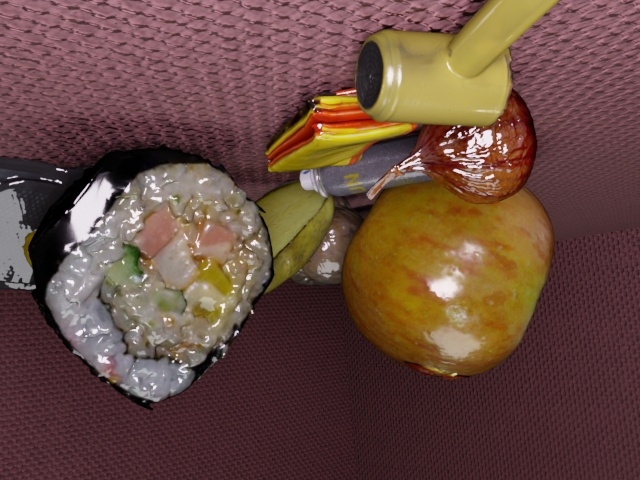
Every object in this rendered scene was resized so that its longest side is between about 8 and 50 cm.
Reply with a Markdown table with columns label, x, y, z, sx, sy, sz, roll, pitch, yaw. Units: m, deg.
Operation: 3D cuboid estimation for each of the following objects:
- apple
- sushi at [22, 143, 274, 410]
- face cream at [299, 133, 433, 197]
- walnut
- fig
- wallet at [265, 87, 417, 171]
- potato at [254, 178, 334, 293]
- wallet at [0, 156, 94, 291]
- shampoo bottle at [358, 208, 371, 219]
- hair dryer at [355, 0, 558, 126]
| label | x | y | z | sx | sy | sz | roll | pitch | yaw |
| --- | --- | --- | --- | --- | --- | --- | --- | --- | --- |
| apple | 0.216 | 0.044 | 1.219 | 0.333 | 0.401 | 0.400 | 23 | 173 | 2 |
| sushi | -0.267 | 0.022 | 0.992 | 0.285 | 0.328 | 0.328 | 23 | 165 | 50 |
| face cream | 0.103 | -0.117 | 1.055 | 0.283 | 0.073 | 0.073 | -8 | 172 | 23 |
| walnut | 0.000 | 0.000 | 1.436 | 0.224 | 0.224 | 0.224 | -5 | 173 | -1 |
| fig | 0.148 | -0.110 | 0.817 | 0.201 | 0.146 | 0.134 | -10 | 159 | -12 |
| wallet | 0.019 | -0.140 | 0.896 | 0.141 | 0.067 | 0.241 | -8 | 178 | -18 |
| potato | -0.073 | 0.007 | 1.214 | 0.160 | 0.111 | 0.272 | 14 | -128 | 42 |
| wallet | -0.425 | -0.017 | 1.059 | 0.322 | 0.041 | 0.247 | 3 | 125 | -46 |
| shampoo bottle | 0.114 | -0.036 | 1.674 | 0.256 | 0.078 | 0.127 | -13 | 166 | 34 |
| hair dryer | 0.138 | -0.184 | 0.586 | 0.134 | 0.090 | 0.278 | 0 | 165 | -19 |
